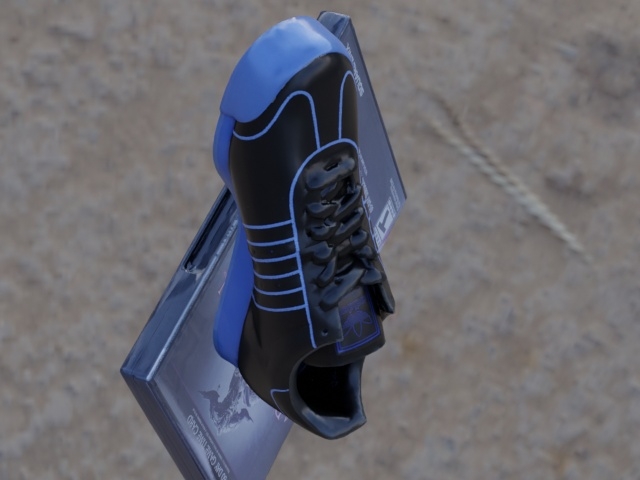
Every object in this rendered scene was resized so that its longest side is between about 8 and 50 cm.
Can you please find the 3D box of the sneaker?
[{"bbox_3d":[0.000,0.000,0.911,0.081,0.232,0.090,-28,51,-31],"label":"sneaker"}]

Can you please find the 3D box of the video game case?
[{"bbox_3d":[-0.026,0.021,1.136,0.026,0.196,0.274,14,60,24],"label":"video game case"}]
